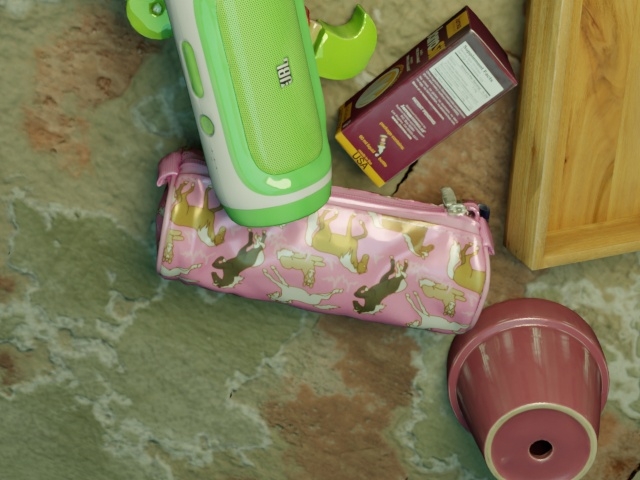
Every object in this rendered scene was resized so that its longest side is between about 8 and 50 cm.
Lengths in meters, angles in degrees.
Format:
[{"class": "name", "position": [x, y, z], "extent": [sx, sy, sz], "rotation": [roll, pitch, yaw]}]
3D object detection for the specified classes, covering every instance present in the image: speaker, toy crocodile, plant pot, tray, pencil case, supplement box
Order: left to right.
[{"class": "toy crocodile", "position": [-0.106, -0.251, 1.205], "extent": [0.340, 0.115, 0.105], "rotation": [22, 111, -9]}, {"class": "speaker", "position": [-0.071, -0.168, 1.109], "extent": [0.131, 0.131, 0.297], "rotation": [-9, 114, 8]}, {"class": "pencil case", "position": [0.000, 0.000, 1.297], "extent": [0.386, 0.160, 0.167], "rotation": [9, 92, 0]}, {"class": "supplement box", "position": [0.112, -0.157, 1.241], "extent": [0.188, 0.104, 0.081], "rotation": [-37, 108, 19]}, {"class": "plant pot", "position": [0.253, 0.197, 1.364], "extent": [0.201, 0.180, 0.201], "rotation": [1, 115, 3]}, {"class": "tray", "position": [0.311, -0.181, 1.196], "extent": [0.202, 0.076, 0.411], "rotation": [-9, 117, -20]}]
